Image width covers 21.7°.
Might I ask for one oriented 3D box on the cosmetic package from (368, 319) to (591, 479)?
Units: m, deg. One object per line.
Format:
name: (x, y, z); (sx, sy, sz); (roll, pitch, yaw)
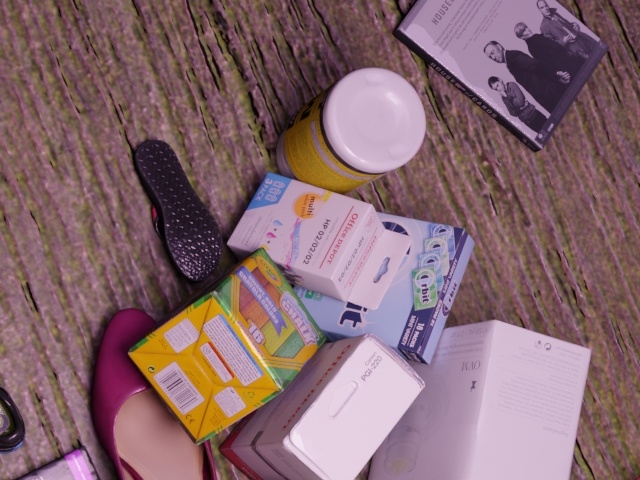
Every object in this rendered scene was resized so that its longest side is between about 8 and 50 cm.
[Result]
cosmetic package: (0.171, 0.221, 1.879); (0.138, 0.224, 0.224); (17, 74, -24)

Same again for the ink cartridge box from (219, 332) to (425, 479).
ink cartridge box: (-0.001, 0.194, 1.831); (0.092, 0.218, 0.158); (43, 69, -9)

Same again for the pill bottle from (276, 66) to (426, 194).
pill bottle: (0.028, -0.116, 1.905); (0.119, 0.208, 0.119); (4, 79, -20)

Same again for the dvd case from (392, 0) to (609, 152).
dvd case: (0.230, -0.252, 2.103); (0.239, 0.029, 0.179); (39, 70, -9)

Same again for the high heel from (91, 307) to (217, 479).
high heel: (-0.153, 0.248, 1.782); (0.127, 0.181, 0.377); (-15, 85, -18)

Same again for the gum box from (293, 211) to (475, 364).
gum box: (0.065, 0.047, 1.915); (0.041, 0.184, 0.157); (47, 60, -53)

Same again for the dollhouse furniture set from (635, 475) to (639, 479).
dollhouse furniture set: (0.359, 0.393, 1.930); (0.374, 0.152, 0.201); (-28, 72, -21)

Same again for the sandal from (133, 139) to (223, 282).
sandal: (-0.165, -0.031, 1.916); (0.067, 0.040, 0.179); (-16, 71, -27)

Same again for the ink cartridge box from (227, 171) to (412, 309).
ink cartridge box: (0.000, 0.000, 1.898); (0.181, 0.061, 0.104); (18, 69, 27)

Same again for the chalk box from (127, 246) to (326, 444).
chalk box: (-0.091, 0.105, 1.838); (0.132, 0.132, 0.213); (54, 24, -5)

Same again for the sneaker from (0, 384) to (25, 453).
sneaker: (-0.377, 0.147, 1.777); (0.067, 0.078, 0.188); (-42, 95, -22)

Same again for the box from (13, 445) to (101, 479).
box: (-0.303, 0.308, 1.801); (0.162, 0.029, 0.116); (-25, 88, -24)
